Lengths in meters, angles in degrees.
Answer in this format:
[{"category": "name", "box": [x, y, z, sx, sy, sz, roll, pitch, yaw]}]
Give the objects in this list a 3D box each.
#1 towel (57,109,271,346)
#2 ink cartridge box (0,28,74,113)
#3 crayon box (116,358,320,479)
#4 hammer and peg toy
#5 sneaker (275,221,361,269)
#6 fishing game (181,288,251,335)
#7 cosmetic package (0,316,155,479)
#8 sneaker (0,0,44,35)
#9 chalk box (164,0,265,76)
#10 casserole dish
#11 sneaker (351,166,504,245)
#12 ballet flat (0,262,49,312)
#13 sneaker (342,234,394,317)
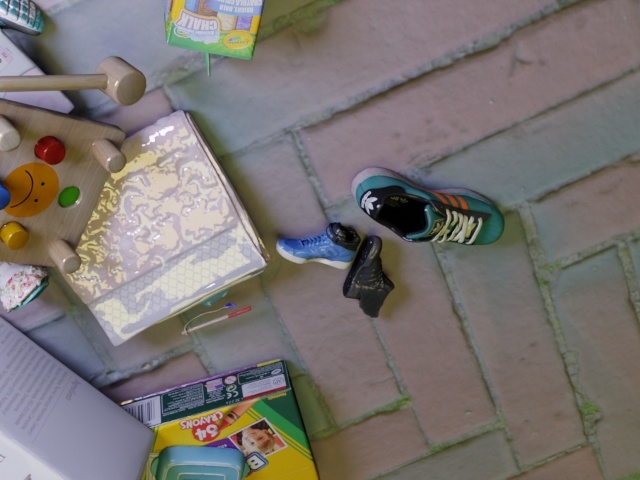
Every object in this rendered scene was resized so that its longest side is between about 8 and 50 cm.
[{"category": "towel", "box": [-0.294, -0.013, 1.662, 0.331, 0.053, 0.317, -27, 112, 5]}, {"category": "ink cartridge box", "box": [-0.509, -0.182, 1.463, 0.232, 0.066, 0.189, -50, 145, -9]}, {"category": "crayon box", "box": [-0.203, 0.423, 1.945, 0.362, 0.106, 0.313, -15, 123, -2]}, {"category": "hammer and peg toy", "box": [-0.424, -0.128, 1.456, 0.266, 0.127, 0.361, 8, 115, -48]}, {"category": "sneaker", "box": [0.000, -0.001, 1.753, 0.152, 0.058, 0.085, 12, 124, -23]}, {"category": "fishing game", "box": [-0.235, 0.039, 1.744, 0.189, 0.041, 0.264, -21, 115, 1]}, {"category": "cosmetic package", "box": [-0.545, 0.390, 1.651, 0.393, 0.327, 0.329, 39, 100, -10]}, {"category": "sneaker", "box": [-0.494, -0.336, 1.455, 0.166, 0.065, 0.076, 21, 131, -19]}, {"category": "chalk box", "box": [-0.159, -0.354, 1.461, 0.132, 0.132, 0.213, 8, 118, -17]}, {"category": "casserole dish", "box": [-0.227, 0.444, 1.869, 0.188, 0.037, 0.114, 6, 121, -14]}, {"category": "sneaker", "box": [0.200, -0.036, 1.738, 0.302, 0.121, 0.108, 14, 118, -19]}, {"category": "ballet flat", "box": [-0.493, 0.067, 1.605, 0.077, 0.241, 0.091, 45, 79, -9]}, {"category": "sneaker", "box": [0.101, 0.067, 1.825, 0.089, 0.051, 0.170, 14, 122, -20]}]
